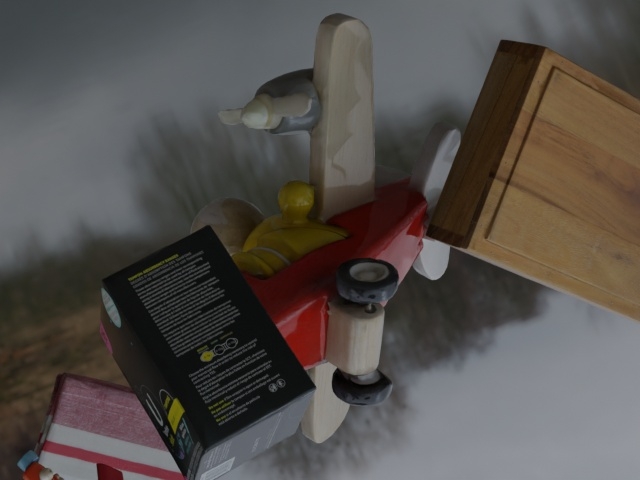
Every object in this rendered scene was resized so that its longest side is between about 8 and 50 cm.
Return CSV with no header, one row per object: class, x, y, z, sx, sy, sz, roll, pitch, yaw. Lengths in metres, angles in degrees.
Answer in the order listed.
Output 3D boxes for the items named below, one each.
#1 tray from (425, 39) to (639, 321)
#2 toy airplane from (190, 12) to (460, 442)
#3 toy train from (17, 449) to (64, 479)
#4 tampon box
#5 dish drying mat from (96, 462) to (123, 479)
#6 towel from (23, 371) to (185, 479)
tray,0.310,-0.030,1.464,0.411,0.203,0.076,21,-179,-36
toy airplane,0.000,0.000,1.530,0.272,0.386,0.384,12,166,18
toy train,-0.223,0.270,1.347,0.046,0.166,0.125,-47,176,-12
tampon box,-0.095,0.095,1.152,0.101,0.161,0.120,-28,162,-20
dish drying mat,-0.210,0.257,1.457,0.008,0.032,0.083,-49,-152,17
towel,-0.254,0.337,1.718,0.237,0.329,0.037,20,178,-30
